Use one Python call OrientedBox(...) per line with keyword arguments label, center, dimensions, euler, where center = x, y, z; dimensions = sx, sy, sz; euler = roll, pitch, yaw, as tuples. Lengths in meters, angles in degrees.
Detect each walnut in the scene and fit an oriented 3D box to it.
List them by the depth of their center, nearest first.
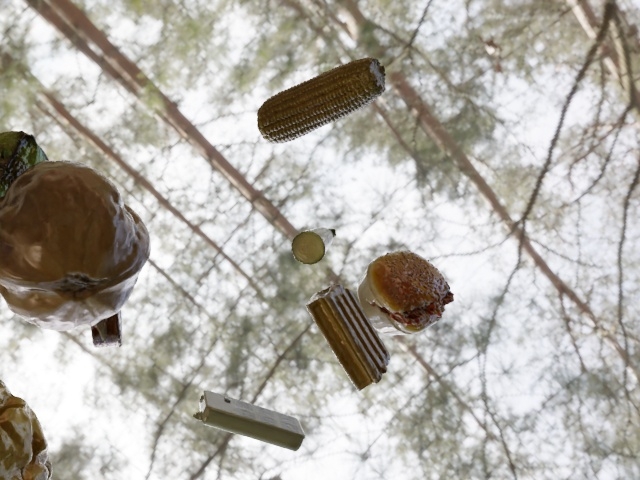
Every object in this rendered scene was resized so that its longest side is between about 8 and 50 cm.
OrientedBox(label="walnut", center=(-0.549, 0.010, 1.747), dimensions=(0.383, 0.383, 0.383), euler=(-33, -153, 20))

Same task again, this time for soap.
OrientedBox(label="soap", center=(0.066, 0.208, 1.850), dimensions=(0.073, 0.232, 0.140), euler=(-29, -172, 20))

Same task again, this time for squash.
OrientedBox(label="squash", center=(0.000, 0.000, 2.261), dimensions=(0.094, 0.094, 0.224), euler=(-33, 180, 21))

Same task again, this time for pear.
OrientedBox(label="pear", center=(-0.809, -0.130, 1.961), dimensions=(0.255, 0.164, 0.238), euler=(1, -124, 17))

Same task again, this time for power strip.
OrientedBox(label="power strip", center=(-0.161, 0.414, 1.884), dimensions=(0.118, 0.270, 0.046), euler=(-128, -121, -73))

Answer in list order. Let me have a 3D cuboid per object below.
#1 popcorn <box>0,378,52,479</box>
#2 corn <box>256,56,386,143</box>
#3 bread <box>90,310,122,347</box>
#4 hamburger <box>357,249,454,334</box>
OrientedBox(label="popcorn", center=(-0.588, 0.318, 1.146), dimensions=(0.390, 0.344, 0.354), euler=(-35, -115, 20))
OrientedBox(label="corn", center=(0.003, -0.345, 2.024), dimensions=(0.344, 0.131, 0.131), euler=(-19, -147, 23))
OrientedBox(label="bread", center=(-0.525, 0.185, 1.996), dimensions=(0.073, 0.160, 0.160), euler=(-6, -155, -9))
OrientedBox(label="hamburger", center=(0.229, 0.134, 2.181), dimensions=(0.295, 0.227, 0.151), euler=(-22, 167, -49))
